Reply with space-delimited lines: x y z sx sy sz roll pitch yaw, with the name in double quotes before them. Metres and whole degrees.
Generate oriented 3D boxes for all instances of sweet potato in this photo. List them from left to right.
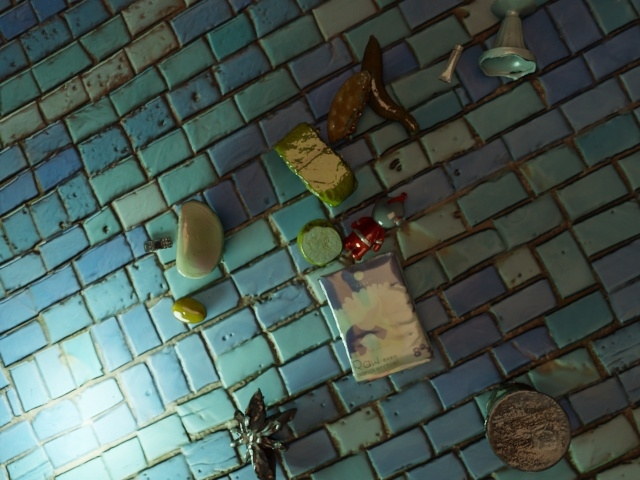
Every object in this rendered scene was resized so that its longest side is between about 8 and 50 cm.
"sweet potato" 0.182 -0.449 1.810 0.108 0.079 0.346 -30 79 26

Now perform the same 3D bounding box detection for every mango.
"mango" -0.410 0.221 1.894 0.115 0.060 0.080 8 92 6

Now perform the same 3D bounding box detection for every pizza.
"pizza" 0.084 -0.396 1.813 0.127 0.058 0.246 37 119 42

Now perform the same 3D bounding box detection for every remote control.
"remote control" -0.523 0.014 1.945 0.096 0.014 0.039 -11 86 7

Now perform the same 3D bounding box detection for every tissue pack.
"tissue pack" 0.165 0.225 1.767 0.243 0.125 0.343 -21 85 8

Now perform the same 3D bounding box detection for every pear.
"pear" 0.000 0.000 1.818 0.141 0.104 0.140 0 110 1

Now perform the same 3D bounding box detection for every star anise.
"star anise" -0.184 0.580 1.820 0.199 0.110 0.257 22 98 9

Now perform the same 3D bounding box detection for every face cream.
"face cream" 0.395 -0.532 1.814 0.038 0.020 0.115 24 93 8

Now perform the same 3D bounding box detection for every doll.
"doll" 0.170 -0.051 1.796 0.245 0.076 0.142 -46 51 3

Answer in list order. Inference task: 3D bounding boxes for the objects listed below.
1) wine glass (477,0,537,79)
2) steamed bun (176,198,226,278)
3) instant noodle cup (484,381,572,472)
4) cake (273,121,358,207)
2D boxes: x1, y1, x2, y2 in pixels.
"wine glass" 0.546 -0.580 1.729 0.165 0.165 0.196 9 82 10
"steamed bun" -0.363 -0.005 1.850 0.153 0.170 0.238 5 91 -14
"instant noodle cup" 0.551 0.494 1.653 0.218 0.207 0.217 0 89 10
"cake" -0.005 -0.221 1.788 0.156 0.179 0.260 -41 85 6
